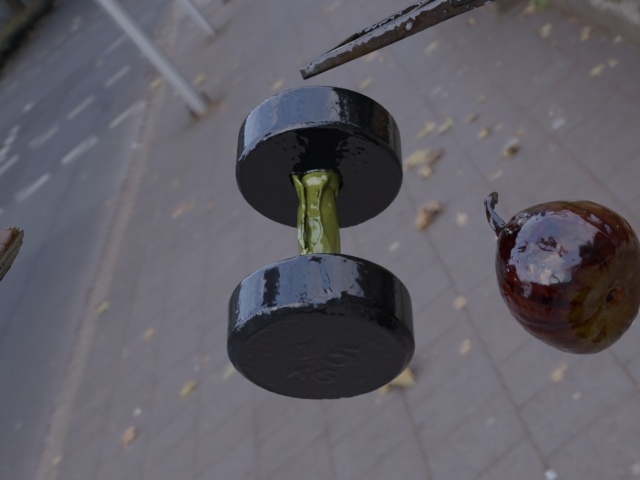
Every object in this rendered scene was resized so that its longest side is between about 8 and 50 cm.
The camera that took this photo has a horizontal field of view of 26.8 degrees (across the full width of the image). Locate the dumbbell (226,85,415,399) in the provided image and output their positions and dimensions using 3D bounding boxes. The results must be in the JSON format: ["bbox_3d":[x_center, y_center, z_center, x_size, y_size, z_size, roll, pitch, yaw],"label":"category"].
[{"bbox_3d":[0.000,0.000,1.536,0.204,0.204,0.322,-29,45,33],"label":"dumbbell"}]

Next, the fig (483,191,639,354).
[{"bbox_3d":[0.239,0.022,1.380,0.148,0.202,0.149,-53,-12,-24],"label":"fig"}]

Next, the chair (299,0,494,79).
[{"bbox_3d":[0.140,-0.390,1.623,0.416,0.240,0.203,-17,14,27],"label":"chair"}]

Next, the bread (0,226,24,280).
[{"bbox_3d":[-0.311,0.025,1.198,0.109,0.062,0.043,-12,-32,-24],"label":"bread"}]
